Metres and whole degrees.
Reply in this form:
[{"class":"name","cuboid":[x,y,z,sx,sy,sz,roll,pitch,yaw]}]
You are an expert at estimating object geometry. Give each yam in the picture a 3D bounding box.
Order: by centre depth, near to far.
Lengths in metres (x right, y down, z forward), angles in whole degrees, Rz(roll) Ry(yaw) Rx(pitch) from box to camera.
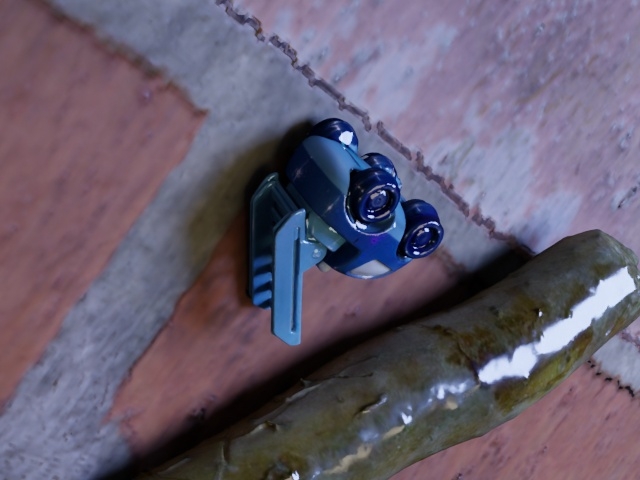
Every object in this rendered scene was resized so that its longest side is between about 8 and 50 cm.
[{"class":"yam","cuboid":[0.036,0.081,0.631,0.317,0.067,0.071,-27,152,-26]}]

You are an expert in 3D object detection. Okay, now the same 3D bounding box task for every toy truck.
[{"class":"toy truck","cuboid":[0.000,0.000,0.559,0.090,0.056,0.073,-45,136,11]}]
